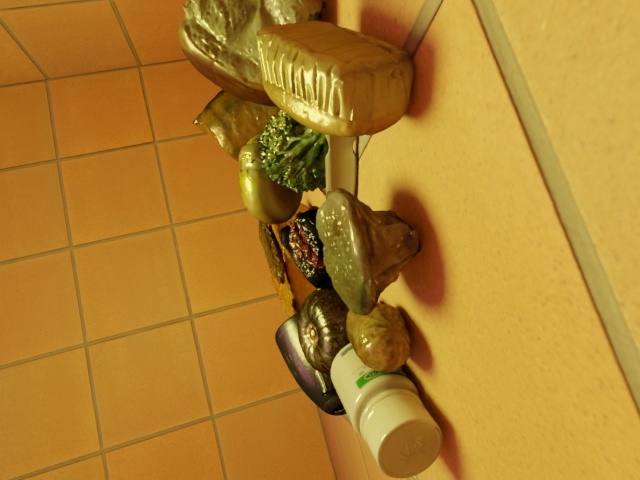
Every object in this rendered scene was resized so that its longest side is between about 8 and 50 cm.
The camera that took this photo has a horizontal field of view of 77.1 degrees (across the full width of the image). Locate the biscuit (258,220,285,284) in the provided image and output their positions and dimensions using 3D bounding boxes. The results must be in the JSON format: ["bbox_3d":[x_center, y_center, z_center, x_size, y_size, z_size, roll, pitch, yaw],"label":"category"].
[{"bbox_3d":[-0.147,0.041,1.207,0.131,0.026,0.237,96,154,-54],"label":"biscuit"}]

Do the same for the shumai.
[{"bbox_3d":[0.075,0.006,0.612,0.201,0.120,0.202,166,90,-75],"label":"shumai"}]

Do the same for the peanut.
[{"bbox_3d":[0.103,0.164,0.736,0.108,0.095,0.226,-65,7,1],"label":"peanut"}]

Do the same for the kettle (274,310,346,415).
[{"bbox_3d":[0.029,0.371,1.191,0.290,0.207,0.268,57,-172,32],"label":"kettle"}]

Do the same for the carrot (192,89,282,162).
[{"bbox_3d":[-0.150,-0.335,1.075,0.242,0.340,0.241,52,-168,-15],"label":"carrot"}]

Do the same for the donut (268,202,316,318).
[{"bbox_3d":[-0.070,0.089,1.345,0.435,0.163,0.378,110,144,-67],"label":"donut"}]

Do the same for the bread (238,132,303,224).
[{"bbox_3d":[-0.119,-0.146,0.947,0.104,0.213,0.214,-2,107,33],"label":"bread"}]

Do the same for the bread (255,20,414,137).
[{"bbox_3d":[0.009,-0.218,0.540,0.236,0.139,0.106,45,149,39],"label":"bread"}]

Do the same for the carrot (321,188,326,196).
[{"bbox_3d":[0.004,-0.158,0.951,0.061,0.061,0.210,95,155,-58],"label":"carrot"}]

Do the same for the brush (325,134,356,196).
[{"bbox_3d":[0.036,-0.194,0.731,0.050,0.060,0.321,-98,4,-48],"label":"brush"}]

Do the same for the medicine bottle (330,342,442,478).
[{"bbox_3d":[0.112,0.295,0.735,0.237,0.138,0.139,-136,34,-69],"label":"medicine bottle"}]

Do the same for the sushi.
[{"bbox_3d":[0.000,0.000,0.916,0.151,0.152,0.172,104,158,-50],"label":"sushi"}]

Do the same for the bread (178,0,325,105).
[{"bbox_3d":[-0.126,-0.391,0.792,0.279,0.250,0.225,-83,17,-77],"label":"bread"}]

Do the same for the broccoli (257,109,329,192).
[{"bbox_3d":[-0.016,-0.211,0.829,0.194,0.194,0.220,95,-179,-59],"label":"broccoli"}]

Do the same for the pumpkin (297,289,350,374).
[{"bbox_3d":[0.042,0.228,0.990,0.219,0.162,0.219,12,105,54],"label":"pumpkin"}]
